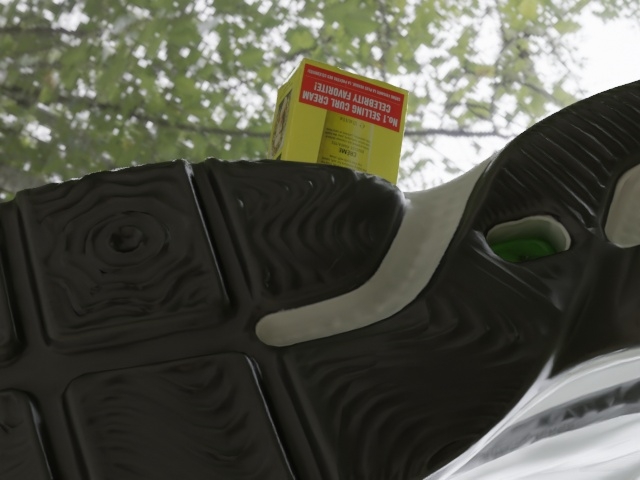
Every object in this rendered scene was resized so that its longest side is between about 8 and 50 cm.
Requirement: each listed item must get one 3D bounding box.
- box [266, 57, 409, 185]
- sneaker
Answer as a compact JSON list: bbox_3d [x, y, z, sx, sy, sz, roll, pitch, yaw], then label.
[{"bbox_3d":[0.000,0.000,0.703,0.058,0.087,0.232,140,-38,-63],"label":"box"},{"bbox_3d":[0.023,0.095,0.454,0.448,0.257,0.169,-12,-132,-14],"label":"sneaker"}]
